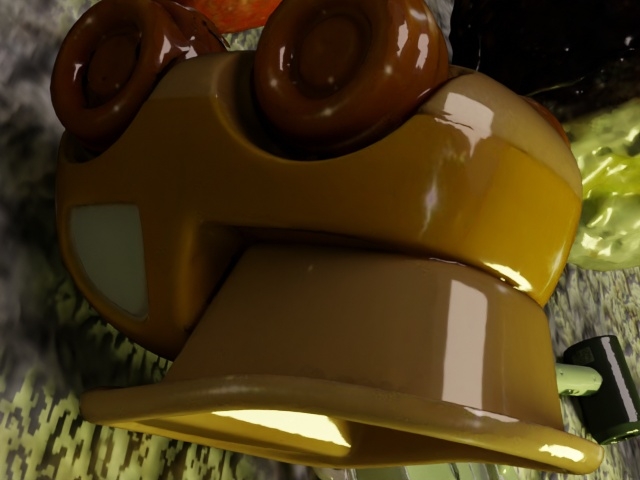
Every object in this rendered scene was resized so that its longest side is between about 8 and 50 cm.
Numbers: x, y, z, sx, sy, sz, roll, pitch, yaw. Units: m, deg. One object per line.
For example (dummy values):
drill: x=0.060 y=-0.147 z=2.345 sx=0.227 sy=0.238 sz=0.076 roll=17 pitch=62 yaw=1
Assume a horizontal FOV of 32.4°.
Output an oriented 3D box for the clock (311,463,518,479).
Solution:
clock: x=0.061 y=0.154 z=0.699 sx=0.191 sy=0.062 sz=0.151 roll=5 pitch=61 yaw=-57

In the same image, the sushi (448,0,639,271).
sushi: x=0.277 y=-0.145 z=1.098 sx=0.281 sy=0.299 sz=0.294 roll=72 pitch=13 yaw=-52

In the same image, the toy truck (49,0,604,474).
toy truck: x=0.000 y=0.000 z=0.538 sx=0.204 sy=0.288 sz=0.211 roll=27 pitch=68 yaw=-51

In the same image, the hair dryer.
hair dryer: x=0.232 y=0.136 z=1.029 sx=0.198 sy=0.057 sz=0.100 roll=12 pitch=54 yaw=-45

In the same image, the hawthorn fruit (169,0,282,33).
hawthorn fruit: x=-0.044 y=-0.239 z=0.720 sx=0.185 sy=0.202 sz=0.185 roll=18 pitch=58 yaw=-32
